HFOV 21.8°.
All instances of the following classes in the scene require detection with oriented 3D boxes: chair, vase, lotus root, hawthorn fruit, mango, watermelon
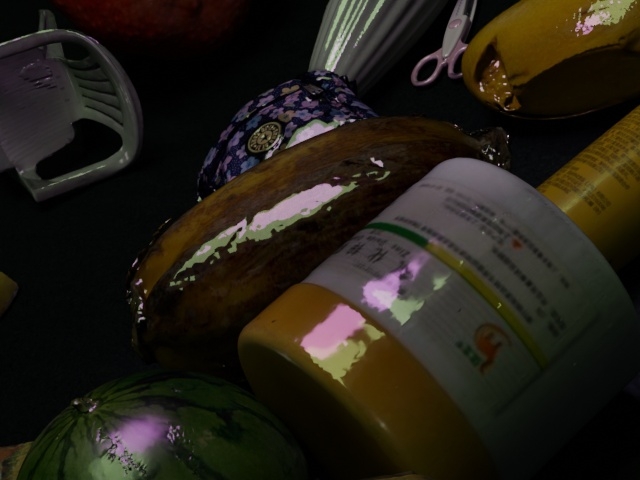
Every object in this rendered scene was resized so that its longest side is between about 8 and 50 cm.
[{"bbox_3d":[-0.343,-0.179,2.053,0.191,0.203,0.274,-23,26,-10],"label":"chair"},{"bbox_3d":[0.066,-0.264,1.920,0.128,0.128,0.248,6,56,43],"label":"vase"},{"bbox_3d":[0.000,0.000,1.544,0.398,0.179,0.196,-24,46,-5],"label":"lotus root"},{"bbox_3d":[-0.239,-0.364,2.154,0.287,0.287,0.330,-42,23,-18],"label":"hawthorn fruit"},{"bbox_3d":[0.259,-0.200,1.674,0.262,0.130,0.167,-19,31,25],"label":"mango"},{"bbox_3d":[-0.122,0.218,1.295,0.242,0.242,0.242,-21,34,14],"label":"watermelon"}]

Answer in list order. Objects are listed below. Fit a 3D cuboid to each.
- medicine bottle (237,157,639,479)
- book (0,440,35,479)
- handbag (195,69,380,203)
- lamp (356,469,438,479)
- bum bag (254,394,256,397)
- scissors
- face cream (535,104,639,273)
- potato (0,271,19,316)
[{"bbox_3d":[0.093,0.090,1.302,0.232,0.238,0.238,-42,34,-18],"label":"medicine bottle"},{"bbox_3d":[-0.339,0.268,1.600,0.228,0.024,0.160,-13,39,24],"label":"book"},{"bbox_3d":[-0.031,-0.079,1.736,0.229,0.127,0.208,-42,35,-1],"label":"handbag"},{"bbox_3d":[0.039,0.296,1.092,0.250,0.250,0.284,-11,78,27],"label":"lamp"},{"bbox_3d":[0.014,0.136,1.466,0.233,0.060,0.106,-26,31,-3],"label":"bum bag"},{"bbox_3d":[0.156,-0.237,1.899,0.085,0.022,0.176,-11,40,32],"label":"scissors"},{"bbox_3d":[0.305,-0.072,1.482,0.349,0.105,0.105,-39,34,-13],"label":"face cream"},{"bbox_3d":[-0.427,0.080,1.872,0.120,0.081,0.149,-14,36,27],"label":"potato"}]
